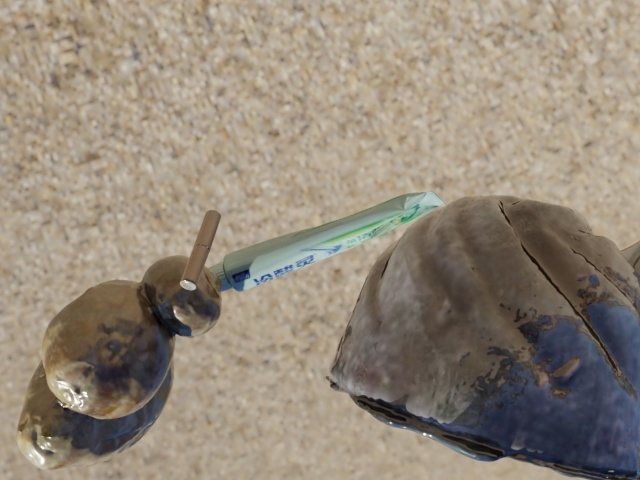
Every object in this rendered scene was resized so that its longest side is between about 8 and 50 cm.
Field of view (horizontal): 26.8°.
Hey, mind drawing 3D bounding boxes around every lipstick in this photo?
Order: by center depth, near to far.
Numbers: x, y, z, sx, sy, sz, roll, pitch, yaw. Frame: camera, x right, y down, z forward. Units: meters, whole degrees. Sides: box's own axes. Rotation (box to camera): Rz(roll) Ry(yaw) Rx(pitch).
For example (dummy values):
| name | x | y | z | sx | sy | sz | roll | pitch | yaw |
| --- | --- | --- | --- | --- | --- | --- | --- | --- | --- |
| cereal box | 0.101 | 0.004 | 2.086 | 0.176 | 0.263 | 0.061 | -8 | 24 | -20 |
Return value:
| name | x | y | z | sx | sy | sz | roll | pitch | yaw |
| --- | --- | --- | --- | --- | --- | --- | --- | --- | --- |
| lipstick | -0.125 | 0.009 | 1.411 | 0.019 | 0.094 | 0.019 | 12 | 145 | 8 |

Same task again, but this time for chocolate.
| name | x | y | z | sx | sy | sz | roll | pitch | yaw |
| --- | --- | --- | --- | --- | --- | --- | --- | --- | --- |
| chocolate | 0.172 | 0.071 | 1.163 | 0.303 | 0.213 | 0.303 | 15 | -179 | 0 |

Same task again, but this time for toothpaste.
| name | x | y | z | sx | sy | sz | roll | pitch | yaw |
| --- | --- | --- | --- | --- | --- | --- | --- | --- | --- |
| toothpaste | 0.000 | 0.000 | 1.555 | 0.296 | 0.048 | 0.075 | -20 | 164 | 12 |

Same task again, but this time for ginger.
| name | x | y | z | sx | sy | sz | roll | pitch | yaw |
| --- | --- | --- | --- | --- | --- | --- | --- | --- | --- |
| ginger | -0.228 | 0.136 | 1.508 | 0.244 | 0.155 | 0.304 | -33 | 171 | -39 |

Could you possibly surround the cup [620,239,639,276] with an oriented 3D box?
| name | x | y | z | sx | sy | sz | roll | pitch | yaw |
| --- | --- | --- | --- | --- | --- | --- | --- | --- | --- |
| cup | 0.394 | 0.099 | 1.327 | 0.226 | 0.182 | 0.264 | 4 | 137 | 45 |
